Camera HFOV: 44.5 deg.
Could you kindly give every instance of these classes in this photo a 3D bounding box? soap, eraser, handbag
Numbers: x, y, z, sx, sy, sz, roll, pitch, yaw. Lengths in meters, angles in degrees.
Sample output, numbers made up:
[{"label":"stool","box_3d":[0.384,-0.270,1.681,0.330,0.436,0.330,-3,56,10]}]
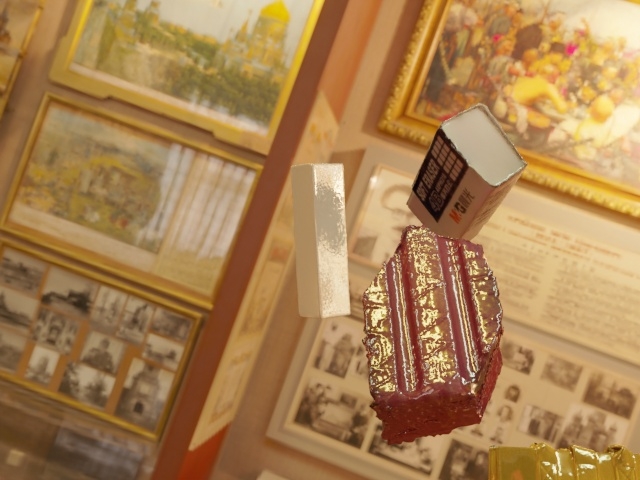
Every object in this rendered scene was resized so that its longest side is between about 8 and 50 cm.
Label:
[{"label":"soap","box_3d":[0.145,0.104,1.014,0.182,0.289,0.112,-9,-43,5]},{"label":"eraser","box_3d":[0.000,0.000,1.529,0.078,0.298,0.076,-6,4,-36]},{"label":"handbag","box_3d":[0.559,0.578,1.666,0.400,0.283,0.133,4,-20,-3]},{"label":"eraser","box_3d":[0.223,-0.087,1.243,0.130,0.086,0.287,54,-16,16]}]
